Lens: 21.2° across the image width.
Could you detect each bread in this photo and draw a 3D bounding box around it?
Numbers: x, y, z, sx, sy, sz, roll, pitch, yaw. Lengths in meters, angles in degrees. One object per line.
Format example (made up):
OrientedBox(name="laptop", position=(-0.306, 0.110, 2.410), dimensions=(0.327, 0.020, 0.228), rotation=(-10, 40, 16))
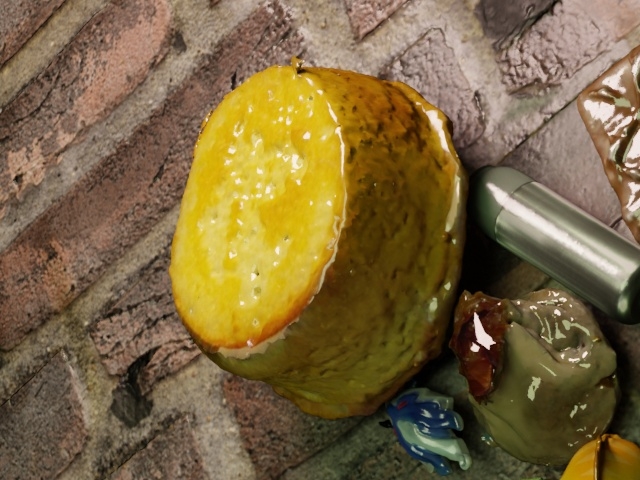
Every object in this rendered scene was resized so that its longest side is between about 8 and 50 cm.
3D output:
OrientedBox(name="bread", position=(0.000, 0.000, 1.908), dimensions=(0.398, 0.215, 0.398), rotation=(-22, 61, 47))

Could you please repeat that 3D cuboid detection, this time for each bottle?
OrientedBox(name="bottle", position=(0.252, 0.005, 1.801), dimensions=(0.254, 0.079, 0.096), rotation=(36, 139, 38))

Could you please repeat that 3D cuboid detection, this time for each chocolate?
OrientedBox(name="chocolate", position=(0.347, -0.106, 1.724), dimensions=(0.148, 0.093, 0.214), rotation=(-37, 59, 29))

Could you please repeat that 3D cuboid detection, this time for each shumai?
OrientedBox(name="shumai", position=(0.206, 0.139, 1.771), dimensions=(0.201, 0.120, 0.201), rotation=(1, 92, 47))

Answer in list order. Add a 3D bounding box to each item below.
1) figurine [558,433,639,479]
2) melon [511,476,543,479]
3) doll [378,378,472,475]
OrientedBox(name="figurine", position=(0.285, 0.310, 1.690), dimensions=(0.156, 0.131, 0.246), rotation=(-5, 92, 18))
OrientedBox(name="melon", position=(0.110, 0.362, 1.828), dimensions=(0.323, 0.124, 0.196), rotation=(-15, 70, 44))
OrientedBox(name="doll", position=(0.111, 0.197, 1.895), dimensions=(0.195, 0.070, 0.096), rotation=(40, 126, 48))
